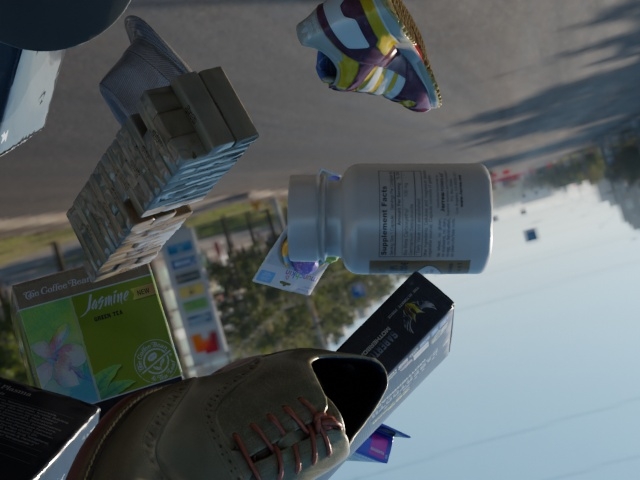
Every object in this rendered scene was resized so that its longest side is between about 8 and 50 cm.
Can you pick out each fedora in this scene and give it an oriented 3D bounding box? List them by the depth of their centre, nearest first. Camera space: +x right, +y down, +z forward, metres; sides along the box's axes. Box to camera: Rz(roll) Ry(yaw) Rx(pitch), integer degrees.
[{"bbox_3d":[-0.275,-0.229,1.672,0.124,0.275,0.244,-46,-156,-13],"label":"fedora"}]

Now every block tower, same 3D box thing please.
[{"bbox_3d":[-0.194,-0.066,1.137,0.091,0.097,0.335,-20,166,-37],"label":"block tower"}]

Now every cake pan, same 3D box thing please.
[{"bbox_3d":[-0.376,-0.382,1.367,0.293,0.054,0.293,-16,136,-17],"label":"cake pan"}]

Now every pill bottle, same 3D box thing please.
[{"bbox_3d":[0.078,-0.025,1.163,0.229,0.131,0.131,0,-179,1],"label":"pill bottle"}]

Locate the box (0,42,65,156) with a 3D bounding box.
[{"bbox_3d":[-0.646,-0.445,1.597,0.472,0.479,0.297,20,-163,-3],"label":"box"}]

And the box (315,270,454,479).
[{"bbox_3d":[0.042,0.156,1.039,0.233,0.059,0.183,-44,162,-12],"label":"box"}]

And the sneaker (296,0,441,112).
[{"bbox_3d":[0.041,-0.149,0.816,0.084,0.069,0.185,-21,156,13],"label":"sneaker"}]

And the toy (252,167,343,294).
[{"bbox_3d":[0.000,0.000,1.722,0.137,0.237,0.056,17,-160,-40],"label":"toy"}]

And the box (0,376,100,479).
[{"bbox_3d":[-0.416,0.382,1.157,0.179,0.343,0.312,15,-158,8],"label":"box"}]

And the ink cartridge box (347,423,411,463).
[{"bbox_3d":[0.002,0.366,1.894,0.186,0.065,0.311,30,154,-30],"label":"ink cartridge box"}]

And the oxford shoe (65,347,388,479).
[{"bbox_3d":[-0.055,0.144,0.737,0.130,0.123,0.348,-20,-175,26],"label":"oxford shoe"}]

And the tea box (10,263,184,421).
[{"bbox_3d":[-0.369,0.217,1.658,0.220,0.323,0.329,-17,175,-20],"label":"tea box"}]
